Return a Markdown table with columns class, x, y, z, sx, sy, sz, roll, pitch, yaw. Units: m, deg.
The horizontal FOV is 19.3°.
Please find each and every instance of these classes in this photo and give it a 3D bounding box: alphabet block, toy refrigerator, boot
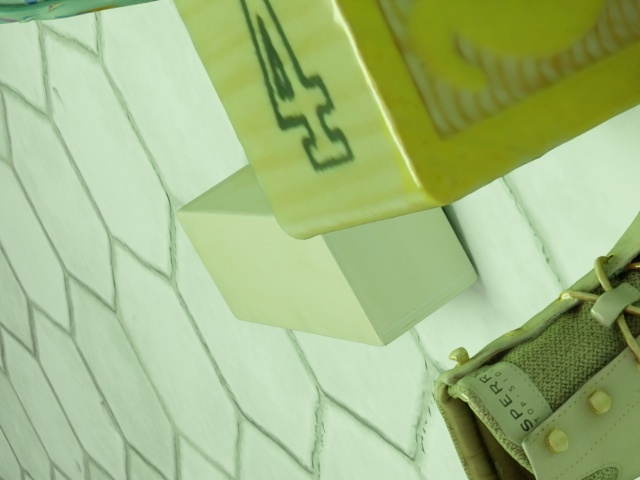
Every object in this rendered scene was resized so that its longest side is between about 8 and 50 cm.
| class | x | y | z | sx | sy | sz | roll | pitch | yaw |
| --- | --- | --- | --- | --- | --- | --- | --- | --- | --- |
| alphabet block | 0.053 | -0.128 | 0.933 | 0.193 | 0.192 | 0.197 | 63 | 159 | -5 |
| toy refrigerator | 0.000 | 0.000 | 1.349 | 0.102 | 0.094 | 0.269 | 61 | 161 | -13 |
| boot | 0.149 | 0.019 | 0.853 | 0.095 | 0.203 | 0.262 | 46 | 155 | 36 |

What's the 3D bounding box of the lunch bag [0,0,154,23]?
| class | x | y | z | sx | sy | sz | roll | pitch | yaw |
| --- | --- | --- | --- | --- | --- | --- | --- | --- | --- |
| lunch bag | -0.104 | -0.246 | 1.043 | 0.108 | 0.279 | 0.224 | 0 | 104 | 66 |
